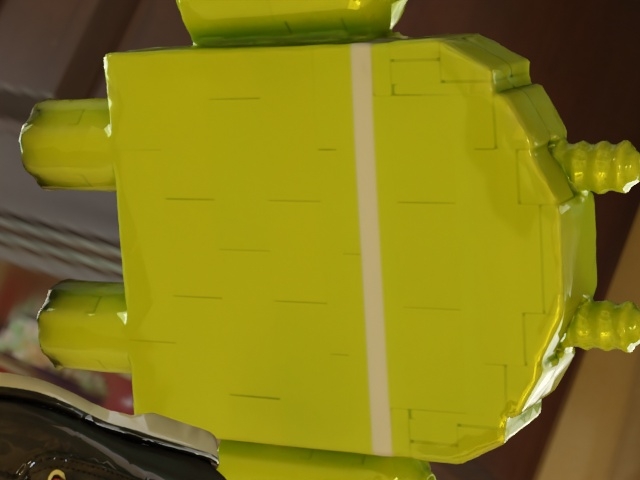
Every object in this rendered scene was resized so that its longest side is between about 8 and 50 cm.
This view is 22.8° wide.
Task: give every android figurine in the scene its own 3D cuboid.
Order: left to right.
[{"bbox_3d":[0.000,0.000,0.656,0.272,0.248,0.056,-1,-170,27],"label":"android figurine"}]

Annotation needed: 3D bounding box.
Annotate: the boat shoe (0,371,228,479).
[{"bbox_3d":[-0.067,0.059,0.356,0.049,0.042,0.133,-26,151,28],"label":"boat shoe"}]
